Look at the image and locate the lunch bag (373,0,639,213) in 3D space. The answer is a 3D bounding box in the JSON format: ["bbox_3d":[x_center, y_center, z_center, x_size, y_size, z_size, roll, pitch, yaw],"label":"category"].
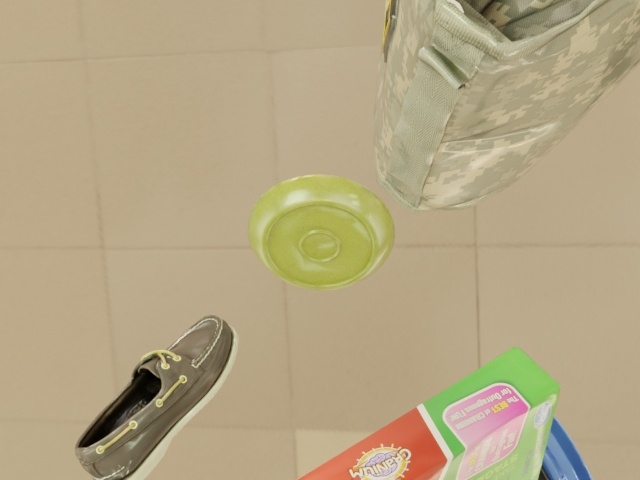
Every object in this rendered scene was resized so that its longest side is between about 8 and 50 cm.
[{"bbox_3d":[0.130,-0.162,0.598,0.169,0.235,0.287,40,74,8],"label":"lunch bag"}]

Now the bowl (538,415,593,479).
[{"bbox_3d":[0.384,0.455,1.676,0.077,0.391,0.391,-26,94,22],"label":"bowl"}]

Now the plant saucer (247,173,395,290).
[{"bbox_3d":[0.000,0.000,1.669,0.241,0.037,0.241,2,131,2],"label":"plant saucer"}]

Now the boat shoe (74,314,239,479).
[{"bbox_3d":[-0.169,0.159,1.093,0.081,0.228,0.069,1,135,43],"label":"boat shoe"}]

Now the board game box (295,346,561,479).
[{"bbox_3d":[0.080,0.267,0.996,0.064,0.316,0.242,44,149,36],"label":"board game box"}]
